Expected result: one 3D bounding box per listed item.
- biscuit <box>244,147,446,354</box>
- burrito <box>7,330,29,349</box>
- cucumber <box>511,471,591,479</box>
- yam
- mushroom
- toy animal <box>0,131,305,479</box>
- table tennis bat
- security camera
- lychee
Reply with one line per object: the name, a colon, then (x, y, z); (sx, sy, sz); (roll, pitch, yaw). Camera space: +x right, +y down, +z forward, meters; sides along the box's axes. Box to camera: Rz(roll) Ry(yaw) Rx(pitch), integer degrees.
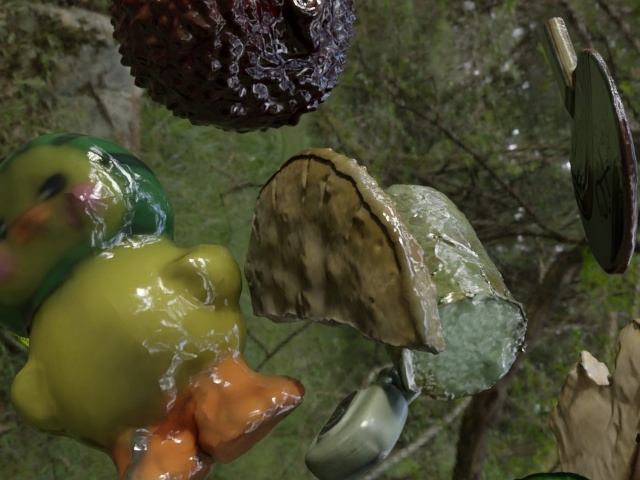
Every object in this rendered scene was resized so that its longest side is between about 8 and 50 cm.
biscuit: (-0.002, 0.000, 0.644); (0.289, 0.038, 0.141); (5, -82, 63)
burrito: (-0.402, 0.063, 1.034); (0.288, 0.054, 0.104); (43, 18, -4)
cucumber: (0.189, 0.224, 0.502); (0.244, 0.115, 0.063); (50, 43, -26)
yam: (0.155, 0.061, 1.233); (0.300, 0.195, 0.195); (-114, 178, -48)
mushroom: (0.320, 0.206, 0.844); (0.156, 0.151, 0.286); (-100, -159, -55)
toy animal: (-0.171, 0.063, 0.742); (0.338, 0.216, 0.191); (52, 0, 15)
table tennis bat: (0.237, -0.105, 0.760); (0.173, 0.022, 0.301); (79, 7, -46)
security camera: (0.081, 0.241, 1.259); (0.080, 0.157, 0.301); (48, 32, 0)
lychee: (-0.104, -0.274, 1.015); (0.330, 0.306, 0.306); (24, -32, 45)
